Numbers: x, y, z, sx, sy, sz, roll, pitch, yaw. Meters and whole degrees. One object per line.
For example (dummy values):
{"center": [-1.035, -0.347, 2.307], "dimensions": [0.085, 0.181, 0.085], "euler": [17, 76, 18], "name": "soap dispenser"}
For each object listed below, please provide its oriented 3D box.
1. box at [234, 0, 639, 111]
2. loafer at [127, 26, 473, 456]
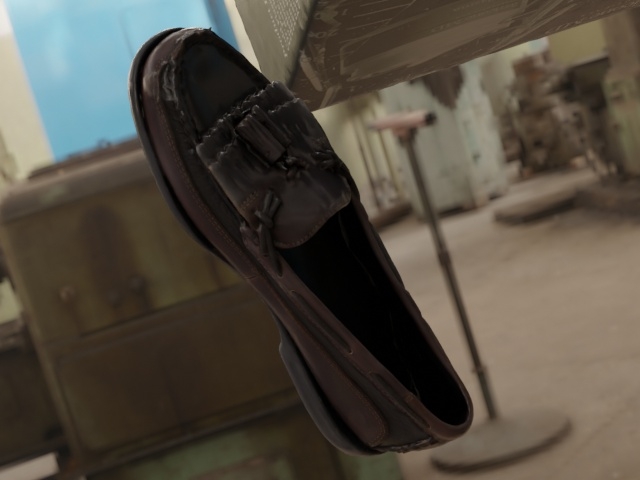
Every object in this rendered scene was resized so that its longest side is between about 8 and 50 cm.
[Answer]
{"center": [0.155, -0.365, 1.288], "dimensions": [0.479, 0.298, 0.472], "euler": [-19, -7, -9], "name": "box"}
{"center": [0.000, 0.000, 0.859], "dimensions": [0.095, 0.303, 0.109], "euler": [-6, 30, 49], "name": "loafer"}
